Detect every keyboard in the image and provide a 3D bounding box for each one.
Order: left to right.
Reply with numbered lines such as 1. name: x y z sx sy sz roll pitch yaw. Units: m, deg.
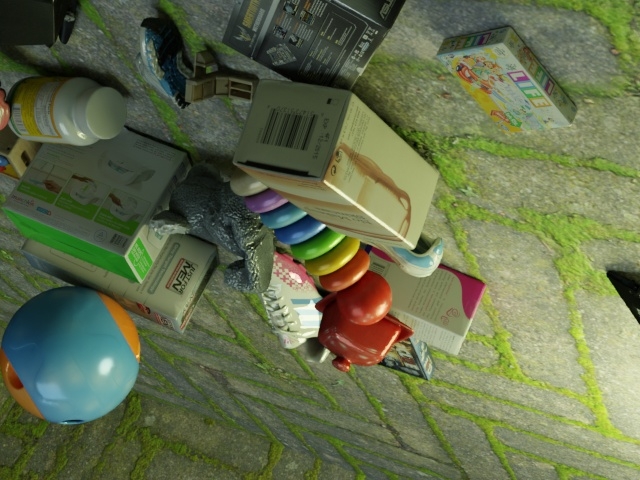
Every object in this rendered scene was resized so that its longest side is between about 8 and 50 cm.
1. keyboard: 0.514 0.107 1.639 0.192 0.038 0.100 45 175 -41

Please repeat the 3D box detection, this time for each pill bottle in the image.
1. pill bottle: -0.432 -0.222 1.822 0.208 0.117 0.117 8 152 39

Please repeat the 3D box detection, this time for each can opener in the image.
1. can opener: -0.396 -0.340 1.618 0.059 0.073 0.186 -10 167 -13

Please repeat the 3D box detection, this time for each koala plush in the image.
1. koala plush: -0.169 -0.052 1.843 0.221 0.196 0.203 17 145 24

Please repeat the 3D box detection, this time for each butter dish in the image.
1. butter dish: 0.057 0.173 1.861 0.160 0.118 0.160 29 158 -8

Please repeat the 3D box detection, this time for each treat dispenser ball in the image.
1. treat dispenser ball: -0.522 0.239 2.231 0.288 0.288 0.288 23 158 10

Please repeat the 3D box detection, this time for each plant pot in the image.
1. plant pot: -0.415 -0.364 1.420 0.167 0.187 0.188 17 159 -8

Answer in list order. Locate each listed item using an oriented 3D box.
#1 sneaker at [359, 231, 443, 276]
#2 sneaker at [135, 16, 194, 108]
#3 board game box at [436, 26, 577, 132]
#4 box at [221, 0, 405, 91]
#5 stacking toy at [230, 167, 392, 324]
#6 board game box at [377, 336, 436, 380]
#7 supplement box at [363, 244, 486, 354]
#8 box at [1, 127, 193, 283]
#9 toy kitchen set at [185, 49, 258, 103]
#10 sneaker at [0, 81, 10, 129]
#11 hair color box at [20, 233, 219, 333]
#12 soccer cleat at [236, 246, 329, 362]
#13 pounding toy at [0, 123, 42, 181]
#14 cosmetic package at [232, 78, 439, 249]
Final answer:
1. sneaker: 0.094 -0.028 1.744 0.237 0.085 0.086 30 127 7
2. sneaker: -0.247 -0.267 1.583 0.083 0.071 0.190 25 159 19
3. board game box: 0.224 -0.190 1.282 0.103 0.026 0.154 -2 145 49
4. box: -0.015 -0.273 1.322 0.183 0.056 0.231 29 159 -4
5. stacking toy: 0.000 0.000 1.680 0.141 0.141 0.330 -8 121 55
6. board game box: 0.143 0.210 2.251 0.165 0.042 0.243 16 156 25
7. supplement box: 0.166 0.099 1.883 0.220 0.111 0.114 23 158 10
8. box: -0.395 -0.085 1.936 0.262 0.231 0.126 20 157 15
9. toy kitchen set: -0.143 -0.235 1.545 0.075 0.083 0.068 16 115 24
10. sneaker: -0.620 -0.297 1.742 0.116 0.136 0.313 10 127 39
11. hair color box: -0.428 0.036 2.303 0.375 0.185 0.113 23 159 9
12. soccer cleat: -0.066 0.132 2.175 0.116 0.143 0.331 2 148 46
13. pounding toy: -0.612 -0.165 2.182 0.206 0.094 0.181 22 158 12
14. cosmetic package: 0.029 -0.099 1.472 0.153 0.129 0.296 12 169 33
